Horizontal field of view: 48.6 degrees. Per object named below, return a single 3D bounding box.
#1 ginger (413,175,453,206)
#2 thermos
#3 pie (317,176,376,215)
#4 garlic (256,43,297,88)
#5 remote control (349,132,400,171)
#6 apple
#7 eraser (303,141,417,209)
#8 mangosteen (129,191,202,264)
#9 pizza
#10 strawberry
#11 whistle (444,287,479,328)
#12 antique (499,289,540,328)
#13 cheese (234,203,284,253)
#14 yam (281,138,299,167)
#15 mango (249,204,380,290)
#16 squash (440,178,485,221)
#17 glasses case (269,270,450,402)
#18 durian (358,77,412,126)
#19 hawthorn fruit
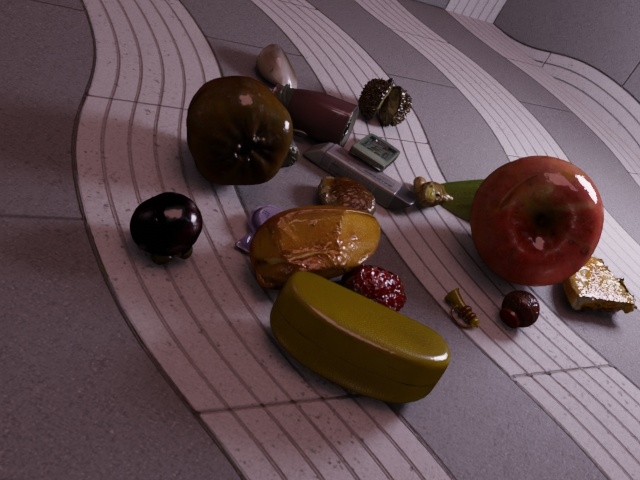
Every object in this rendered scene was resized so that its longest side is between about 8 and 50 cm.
[{"bbox_3d":[0.333,-0.137,2.122,0.115,0.081,0.205,49,15,-10],"label":"ginger"},{"bbox_3d":[-0.037,-0.380,2.151,0.265,0.146,0.176,23,58,6],"label":"thermos"},{"bbox_3d":[0.070,-0.108,1.905,0.163,0.079,0.193,-2,43,-32],"label":"pie"},{"bbox_3d":[-0.135,-0.557,2.359,0.148,0.128,0.267,-1,52,-19],"label":"garlic"},{"bbox_3d":[0.170,-0.272,2.172,0.123,0.038,0.285,33,20,7],"label":"remote control"},{"bbox_3d":[0.590,-0.056,1.966,0.363,0.364,0.364,19,34,-14],"label":"apple"},{"bbox_3d":[0.117,-0.190,2.061,0.352,0.061,0.089,33,33,7],"label":"eraser"},{"bbox_3d":[-0.315,-0.023,1.471,0.152,0.152,0.152,19,34,-14],"label":"mangosteen"},{"bbox_3d":[0.820,0.151,2.088,0.228,0.081,0.289,28,33,12],"label":"pizza"},{"bbox_3d":[0.127,0.110,1.646,0.192,0.085,0.140,25,31,-8],"label":"strawberry"},{"bbox_3d":[0.352,0.173,1.763,0.057,0.046,0.109,8,42,-51],"label":"whistle"},{"bbox_3d":[0.514,0.175,1.823,0.104,0.104,0.104,19,34,-14],"label":"antique"},{"bbox_3d":[-0.130,-0.025,1.675,0.105,0.042,0.191,29,40,-2],"label":"cheese"},{"bbox_3d":[-0.113,-0.283,2.005,0.078,0.078,0.179,8,39,-28],"label":"yam"},{"bbox_3d":[0.000,0.000,1.585,0.350,0.201,0.199,-17,45,-44],"label":"mango"},{"bbox_3d":[0.495,-0.103,2.252,0.260,0.189,0.189,-7,32,12],"label":"squash"},{"bbox_3d":[0.074,0.209,1.422,0.371,0.141,0.173,25,25,-8],"label":"glasses case"},{"bbox_3d":[0.217,-0.479,2.460,0.196,0.167,0.196,40,11,-9],"label":"durian"},{"bbox_3d":[-0.214,-0.281,1.775,0.267,0.268,0.301,14,26,-21],"label":"hawthorn fruit"}]
